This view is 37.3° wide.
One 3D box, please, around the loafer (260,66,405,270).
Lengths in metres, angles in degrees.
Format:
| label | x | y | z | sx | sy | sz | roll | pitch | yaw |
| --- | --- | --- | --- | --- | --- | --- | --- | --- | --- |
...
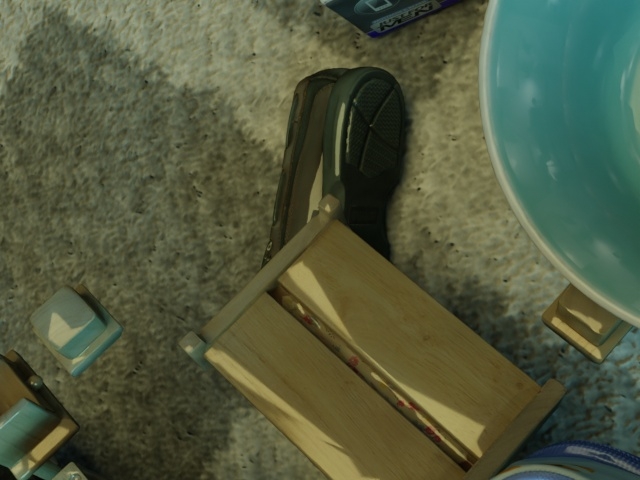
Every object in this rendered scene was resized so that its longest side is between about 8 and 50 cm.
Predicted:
| label | x | y | z | sx | sy | sz | roll | pitch | yaw |
| --- | --- | --- | --- | --- | --- | --- | --- | --- | --- |
| loafer | 0.000 | 0.000 | 0.728 | 0.084 | 0.096 | 0.268 | 13 | 92 | 45 |

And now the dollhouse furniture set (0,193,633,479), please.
| label | x | y | z | sx | sy | sz | roll | pitch | yaw |
| --- | --- | --- | --- | --- | --- | --- | --- | --- | --- |
| dollhouse furniture set | -0.020 | 0.097 | 0.655 | 0.355 | 0.174 | 0.303 | -44 | 67 | -11 |

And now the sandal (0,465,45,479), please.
| label | x | y | z | sx | sy | sz | roll | pitch | yaw |
| --- | --- | --- | --- | --- | --- | --- | --- | --- | --- |
| sandal | -0.179 | 0.295 | 0.666 | 0.167 | 0.107 | 0.446 | -46 | 36 | 3 |

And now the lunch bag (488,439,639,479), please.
| label | x | y | z | sx | sy | sz | roll | pitch | yaw |
| --- | --- | --- | --- | --- | --- | --- | --- | --- | --- |
| lunch bag | 0.096 | 0.234 | 0.361 | 0.243 | 0.115 | 0.303 | 36 | 102 | 26 |

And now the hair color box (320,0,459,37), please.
| label | x | y | z | sx | sy | sz | roll | pitch | yaw |
| --- | --- | --- | --- | --- | --- | --- | --- | --- | --- |
| hair color box | 0.057 | -0.347 | 0.701 | 0.185 | 0.110 | 0.339 | -19 | 78 | 22 |

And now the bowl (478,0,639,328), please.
| label | x | y | z | sx | sy | sz | roll | pitch | yaw |
| --- | --- | --- | --- | --- | --- | --- | --- | --- | --- |
| bowl | 0.264 | -0.091 | 0.551 | 0.311 | 0.163 | 0.312 | 0 | 90 | 25 |
